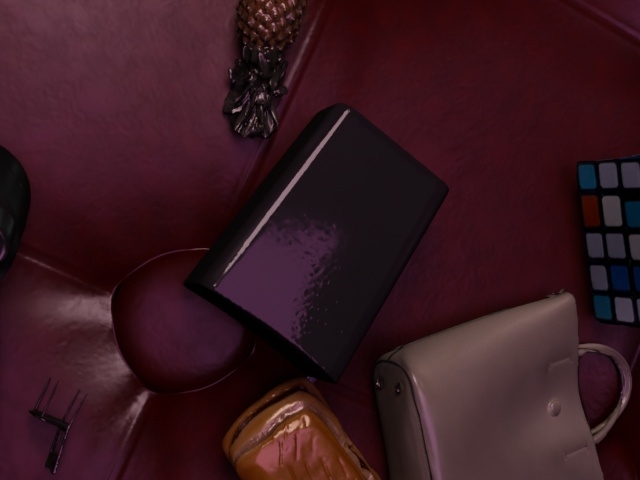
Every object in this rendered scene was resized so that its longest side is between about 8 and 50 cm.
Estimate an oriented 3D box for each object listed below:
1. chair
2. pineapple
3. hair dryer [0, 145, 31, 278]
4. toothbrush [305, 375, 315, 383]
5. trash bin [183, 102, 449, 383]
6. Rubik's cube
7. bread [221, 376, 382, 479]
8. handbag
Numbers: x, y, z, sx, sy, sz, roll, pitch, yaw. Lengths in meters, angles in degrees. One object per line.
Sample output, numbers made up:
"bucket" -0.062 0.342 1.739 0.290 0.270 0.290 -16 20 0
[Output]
"chair" -0.258 0.176 0.983 0.042 0.037 0.086 23 79 -27
"pineapple" -0.058 -0.181 1.028 0.074 0.074 0.159 10 96 -16
"hair dryer" -0.306 0.077 0.878 0.116 0.244 0.303 -3 106 -11
"toothbrush" -0.016 0.149 1.067 0.131 0.013 0.011 -43 105 -15
"trash bin" 0.000 0.000 1.024 0.165 0.115 0.226 37 77 -12
"Rubik's cube" 0.404 -0.009 1.091 0.182 0.184 0.187 -10 96 -26
"bread" -0.006 0.243 1.034 0.116 0.077 0.200 -36 106 -9
"handbag" 0.219 0.184 1.092 0.315 0.109 0.241 -11 93 -20
